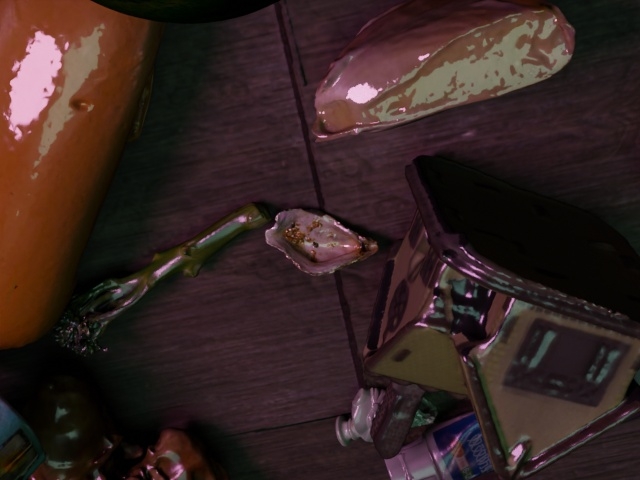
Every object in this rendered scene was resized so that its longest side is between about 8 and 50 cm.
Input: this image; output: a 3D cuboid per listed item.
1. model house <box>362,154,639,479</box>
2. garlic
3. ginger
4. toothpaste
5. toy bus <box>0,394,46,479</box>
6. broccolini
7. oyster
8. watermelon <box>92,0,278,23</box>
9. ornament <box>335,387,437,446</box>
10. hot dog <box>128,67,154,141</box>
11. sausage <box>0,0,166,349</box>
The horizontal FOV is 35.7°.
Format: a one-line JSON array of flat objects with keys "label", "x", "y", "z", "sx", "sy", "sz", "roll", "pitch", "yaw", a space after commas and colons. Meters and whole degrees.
[{"label": "model house", "x": 0.124, "y": 0.109, "z": 0.793, "sx": 0.205, "sy": 0.218, "sz": 0.279, "roll": 18, "pitch": 112, "yaw": -11}, {"label": "garlic", "x": 0.083, "y": -0.135, "z": 0.732, "sx": 0.195, "sy": 0.101, "sz": 0.087, "roll": -16, "pitch": 115, "yaw": 11}, {"label": "ginger", "x": -0.247, "y": 0.265, "z": 0.923, "sx": 0.357, "sy": 0.152, "sz": 0.274, "roll": 31, "pitch": 114, "yaw": -20}, {"label": "toothpaste", "x": 0.191, "y": 0.177, "z": 0.952, "sx": 0.266, "sy": 0.061, "sz": 0.096, "roll": -23, "pitch": 119, "yaw": 4}, {"label": "toy bus", "x": -0.336, "y": 0.102, "z": 0.791, "sx": 0.261, "sy": 0.091, "sz": 0.109, "roll": 39, "pitch": 155, "yaw": 11}, {"label": "broccolini", "x": -0.140, "y": 0.027, "z": 0.844, "sx": 0.216, "sy": 0.067, "sz": 0.058, "roll": -30, "pitch": 155, "yaw": 15}, {"label": "oyster", "x": -0.001, "y": 0.003, "z": 0.850, "sx": 0.093, "sy": 0.034, "sz": 0.051, "roll": 28, "pitch": 100, "yaw": -5}, {"label": "watermelon", "x": -0.077, "y": -0.247, "z": 0.579, "sx": 0.242, "sy": 0.242, "sz": 0.242, "roll": -1, "pitch": 120, "yaw": -2}, {"label": "ornament", "x": 0.059, "y": 0.167, "z": 0.943, "sx": 0.068, "sy": 0.041, "sz": 0.092, "roll": 28, "pitch": 130, "yaw": -21}, {"label": "hot dog", "x": -0.150, "y": -0.117, "z": 0.780, "sx": 0.037, "sy": 0.021, "sz": 0.083, "roll": 25, "pitch": 121, "yaw": 7}, {"label": "sausage", "x": -0.213, "y": -0.079, "z": 0.746, "sx": 0.134, "sy": 0.116, "sz": 0.354, "roll": 32, "pitch": 116, "yaw": 16}]
